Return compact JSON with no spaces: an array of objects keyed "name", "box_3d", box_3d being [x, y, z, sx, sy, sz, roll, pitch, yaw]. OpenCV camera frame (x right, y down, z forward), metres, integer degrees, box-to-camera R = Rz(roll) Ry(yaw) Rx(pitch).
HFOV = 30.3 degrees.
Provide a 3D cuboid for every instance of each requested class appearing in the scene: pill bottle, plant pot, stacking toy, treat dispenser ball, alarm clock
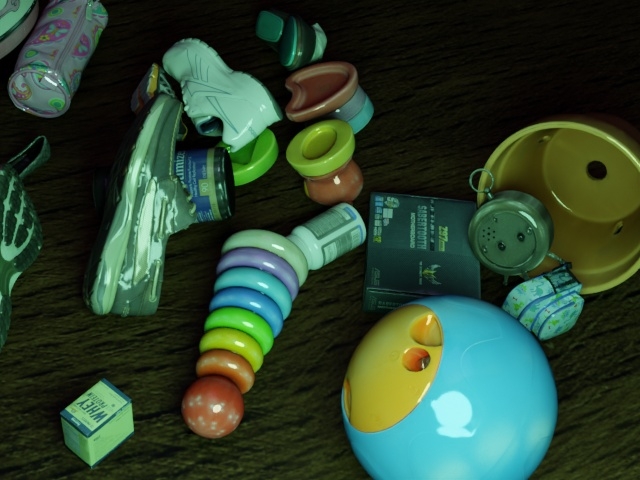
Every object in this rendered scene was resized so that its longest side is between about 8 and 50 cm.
[{"name":"pill bottle","box_3d":[-0.256,-0.084,1.945,0.219,0.123,0.123,-6,46,3]},{"name":"plant pot","box_3d":[0.425,-0.084,1.922,0.291,0.291,0.203,24,32,17]},{"name":"stacking toy","box_3d":[-0.123,0.147,1.751,0.141,0.141,0.330,12,53,7]},{"name":"stacking toy","box_3d":[-0.040,-0.166,2.098,0.279,0.130,0.309,-12,39,20]},{"name":"treat dispenser ball","box_3d":[0.171,0.216,1.580,0.288,0.288,0.288,2,46,-2]},{"name":"alarm clock","box_3d":[0.288,-0.026,1.856,0.192,0.129,0.064,61,29,-5]},{"name":"pill bottle","box_3d":[0.000,0.000,1.922,0.137,0.078,0.078,-29,54,-29]}]

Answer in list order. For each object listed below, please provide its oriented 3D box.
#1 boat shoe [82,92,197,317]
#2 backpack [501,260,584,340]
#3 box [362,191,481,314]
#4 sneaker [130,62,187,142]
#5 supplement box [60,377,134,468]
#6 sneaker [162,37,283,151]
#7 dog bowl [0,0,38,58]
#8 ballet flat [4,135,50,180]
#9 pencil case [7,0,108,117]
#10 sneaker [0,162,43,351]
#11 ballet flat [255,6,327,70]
[{"name":"boat shoe","box_3d":[-0.265,-0.049,1.838,0.130,0.355,0.132,16,1,-22]},{"name":"backpack","box_3d":[0.346,0.102,1.832,0.114,0.105,0.084,-16,54,-22]},{"name":"box","box_3d":[0.164,0.024,1.925,0.183,0.059,0.233,7,46,-1]},{"name":"sneaker","box_3d":[-0.291,-0.244,2.147,0.083,0.084,0.215,21,34,-25]},{"name":"supplement box","box_3d":[-0.310,0.255,1.646,0.056,0.083,0.083,33,52,24]},{"name":"sneaker","box_3d":[-0.200,-0.261,2.091,0.129,0.111,0.297,-46,50,-10]},{"name":"dog bowl","box_3d":[-0.708,-0.441,2.191,0.408,0.150,0.408,-8,43,7]},{"name":"ballet flat","box_3d":[-0.529,-0.121,2.017,0.057,0.049,0.173,25,49,20]},{"name":"pencil case","box_3d":[-0.484,-0.355,2.198,0.124,0.124,0.284,9,47,4]},{"name":"sneaker","box_3d":[-0.561,0.027,1.823,0.182,0.158,0.410,-7,39,13]},{"name":"ballet flat","box_3d":[-0.044,-0.386,2.244,0.096,0.095,0.280,10,22,-21]}]
